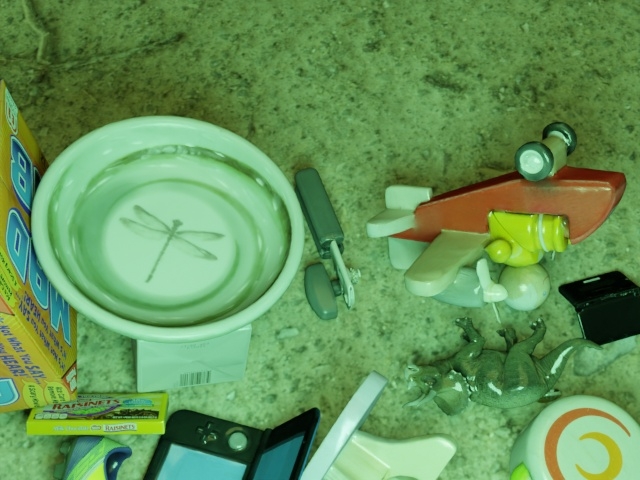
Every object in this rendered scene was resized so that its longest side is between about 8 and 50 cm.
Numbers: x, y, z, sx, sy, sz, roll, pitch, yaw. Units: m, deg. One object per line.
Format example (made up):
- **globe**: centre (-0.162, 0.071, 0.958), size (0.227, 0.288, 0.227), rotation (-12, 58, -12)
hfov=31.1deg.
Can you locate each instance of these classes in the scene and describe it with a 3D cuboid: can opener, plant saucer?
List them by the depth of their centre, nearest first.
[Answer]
- **plant saucer**: centre (-0.227, -0.005, 1.721), size (0.400, 0.101, 0.401), rotation (6, 54, -8)
- **can opener**: centre (0.000, 0.000, 1.970), size (0.093, 0.074, 0.280), rotation (-10, 58, -10)

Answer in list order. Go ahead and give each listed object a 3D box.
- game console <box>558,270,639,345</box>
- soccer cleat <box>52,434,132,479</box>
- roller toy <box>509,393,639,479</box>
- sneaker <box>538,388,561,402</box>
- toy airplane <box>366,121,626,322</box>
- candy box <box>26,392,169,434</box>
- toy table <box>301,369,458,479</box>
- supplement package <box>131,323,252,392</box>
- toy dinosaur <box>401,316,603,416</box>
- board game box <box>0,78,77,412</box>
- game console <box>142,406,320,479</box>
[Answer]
- **game console**: centre (0.482, 0.115, 1.964), size (0.122, 0.071, 0.107), rotation (-14, 29, -13)
- **soccer cleat**: centre (-0.335, 0.416, 1.662), size (0.121, 0.093, 0.289), rotation (4, 56, -2)
- **roller toy**: centre (0.389, 0.339, 1.729), size (0.209, 0.146, 0.191), rotation (17, 66, 1)
- **sneaker**: centre (0.347, 0.242, 1.858), size (0.083, 0.032, 0.037), rotation (-4, 57, -7)
- **toy airplane**: centre (0.273, -0.004, 1.881), size (0.386, 0.384, 0.273), rotation (-26, 98, -10)
- **candy box**: centre (-0.339, 0.265, 1.768), size (0.205, 0.027, 0.105), rotation (0, 15, -4)
- **toy table**: centre (0.068, 0.344, 1.660), size (0.160, 0.274, 0.252), rotation (34, 27, 9)
- **supplement package**: centre (-0.223, 0.068, 1.846), size (0.177, 0.175, 0.293), rotation (-5, 57, -12)
- **toy dinosaur**: centre (0.286, 0.208, 1.831), size (0.313, 0.121, 0.160), rotation (1, 64, 3)
- **board game box**: centre (-0.585, 0.034, 1.706), size (0.356, 0.356, 0.356), rotation (-10, 56, 3)
- **game console**: centre (-0.154, 0.366, 1.651), size (0.250, 0.173, 0.293), rotation (14, 56, 10)
